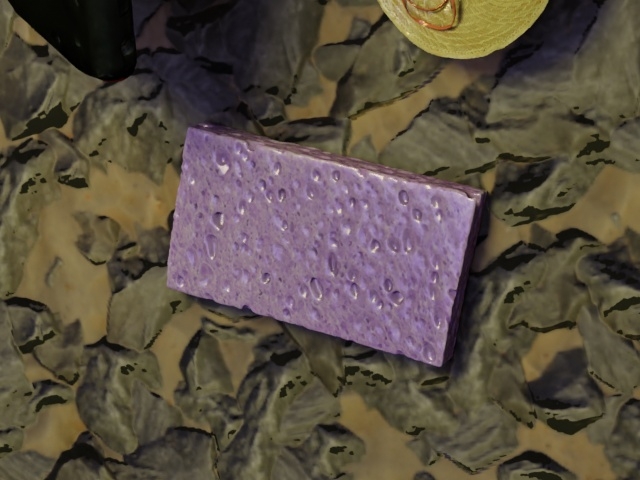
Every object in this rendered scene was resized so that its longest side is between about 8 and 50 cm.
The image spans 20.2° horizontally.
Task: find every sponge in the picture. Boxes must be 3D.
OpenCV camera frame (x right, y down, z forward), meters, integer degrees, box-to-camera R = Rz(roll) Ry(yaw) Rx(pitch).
[{"bbox_3d":[0.000,0.000,1.190,0.210,0.031,0.117,15,106,21],"label":"sponge"}]

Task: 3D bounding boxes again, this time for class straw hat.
[{"bbox_3d":[0.098,-0.185,1.091,0.144,0.061,0.144,18,119,34],"label":"straw hat"}]

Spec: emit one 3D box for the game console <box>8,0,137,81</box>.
[{"bbox_3d":[-0.211,-0.320,1.032,0.342,0.060,0.386,41,148,31],"label":"game console"}]
